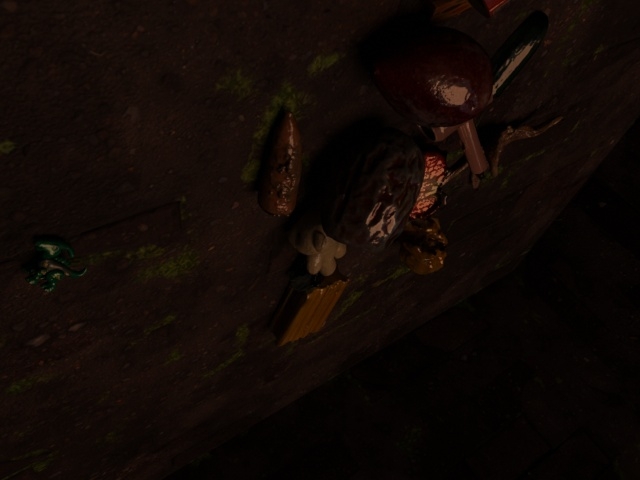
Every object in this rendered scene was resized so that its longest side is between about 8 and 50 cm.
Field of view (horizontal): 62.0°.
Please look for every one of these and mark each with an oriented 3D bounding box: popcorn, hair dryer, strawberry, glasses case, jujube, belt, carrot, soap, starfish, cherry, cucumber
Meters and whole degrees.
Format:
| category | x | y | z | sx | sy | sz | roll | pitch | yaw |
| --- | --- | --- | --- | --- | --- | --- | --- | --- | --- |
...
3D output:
| category | x | y | z | sx | sy | sz | roll | pitch | yaw |
| --- | --- | --- | --- | --- | --- | --- | --- | --- | --- |
| popcorn | 0.375 | 0.006 | 1.945 | 0.190 | 0.191 | 0.253 | -43 | 149 | -23 |
| hair dryer | 0.401 | -0.275 | 1.480 | 0.189 | 0.107 | 0.344 | -39 | 131 | -3 |
| strawberry | 0.219 | -0.172 | 1.542 | 0.306 | 0.137 | 0.233 | -8 | 124 | -16 |
| glasses case | 0.289 | -0.511 | 1.134 | 0.170 | 0.041 | 0.064 | -29 | 167 | -18 |
| jujube | 0.138 | -0.126 | 1.320 | 0.246 | 0.215 | 0.308 | 10 | 102 | -57 |
| belt | -0.040 | 0.100 | 1.656 | 0.058 | 0.105 | 0.140 | -8 | 152 | -47 |
| carrot | -0.084 | -0.173 | 1.176 | 0.102 | 0.102 | 0.263 | -21 | 144 | -31 |
| soap | -0.048 | 0.227 | 1.864 | 0.204 | 0.096 | 0.324 | -16 | 147 | -39 |
| starfish | 0.605 | -0.289 | 1.820 | 0.398 | 0.132 | 0.384 | -28 | 163 | -50 |
| cherry | 0.233 | -0.345 | 1.130 | 0.300 | 0.230 | 0.203 | 6 | 108 | -34 |
| cucumber | 0.530 | -0.499 | 1.445 | 0.115 | 0.063 | 0.244 | -9 | 141 | -47 |

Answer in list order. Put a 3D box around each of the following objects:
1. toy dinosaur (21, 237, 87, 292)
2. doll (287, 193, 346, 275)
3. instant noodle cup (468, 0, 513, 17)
| category | x | y | z | sx | sy | sz | roll | pitch | yaw |
| --- | --- | --- | --- | --- | --- | --- | --- | --- | --- |
| toy dinosaur | -0.507 | 0.045 | 1.022 | 0.096 | 0.059 | 0.132 | -45 | 146 | 3 |
| doll | -0.003 | 0.004 | 1.513 | 0.149 | 0.175 | 0.278 | -7 | 150 | 12 |
| instant noodle cup | 0.316 | -0.529 | 0.924 | 0.192 | 0.250 | 0.250 | -38 | 156 | 18 |
